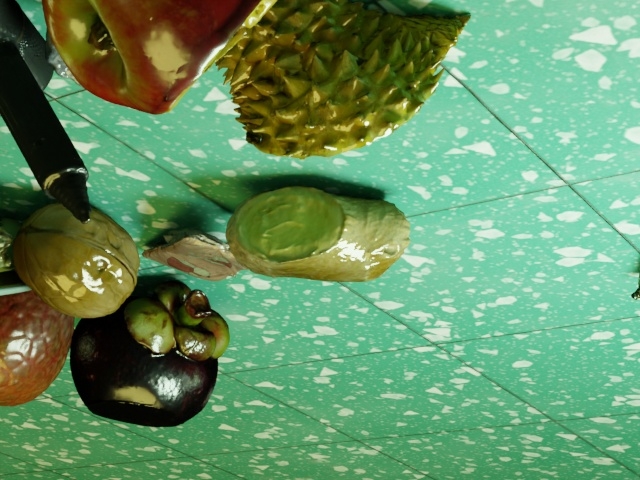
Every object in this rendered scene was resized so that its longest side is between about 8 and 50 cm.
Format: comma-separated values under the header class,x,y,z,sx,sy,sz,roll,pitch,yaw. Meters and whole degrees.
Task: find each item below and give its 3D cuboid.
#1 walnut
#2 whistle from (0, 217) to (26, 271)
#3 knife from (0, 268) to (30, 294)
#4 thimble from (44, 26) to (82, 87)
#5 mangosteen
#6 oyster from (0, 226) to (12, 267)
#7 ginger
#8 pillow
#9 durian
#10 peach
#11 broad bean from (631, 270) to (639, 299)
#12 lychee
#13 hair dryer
class,x,y,z,sx,sy,sz,roll,pitch,yaw
walnut,-0.369,0.031,2.096,0.167,0.167,0.207,-15,140,39
whistle,-0.542,0.015,2.197,0.227,0.105,0.085,-12,121,41
knife,-0.461,0.057,2.130,0.061,0.027,0.343,21,-167,19
thimble,-0.234,-0.235,1.551,0.150,0.098,0.150,5,155,2
mangosteen,-0.289,0.193,2.361,0.287,0.233,0.287,9,152,5
oyster,-0.611,-0.063,2.031,0.354,0.107,0.201,40,132,-25
ginger,0.000,0.000,2.000,0.275,0.130,0.221,3,169,25
pillow,-0.185,0.021,2.143,0.135,0.049,0.248,23,167,-18
durian,0.006,-0.172,1.534,0.305,0.196,0.185,-1,149,20
peach,-0.127,-0.264,1.293,0.248,0.274,0.245,1,123,46
broad bean,0.519,0.035,2.055,0.070,0.048,0.213,12,153,-11
lychee,-0.542,0.163,2.281,0.300,0.255,0.255,-29,156,-6
hair dryer,-0.324,-0.139,1.523,0.107,0.352,0.189,-33,153,0
